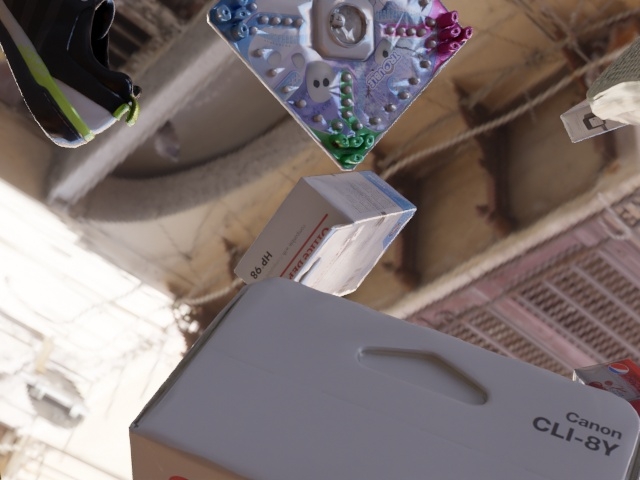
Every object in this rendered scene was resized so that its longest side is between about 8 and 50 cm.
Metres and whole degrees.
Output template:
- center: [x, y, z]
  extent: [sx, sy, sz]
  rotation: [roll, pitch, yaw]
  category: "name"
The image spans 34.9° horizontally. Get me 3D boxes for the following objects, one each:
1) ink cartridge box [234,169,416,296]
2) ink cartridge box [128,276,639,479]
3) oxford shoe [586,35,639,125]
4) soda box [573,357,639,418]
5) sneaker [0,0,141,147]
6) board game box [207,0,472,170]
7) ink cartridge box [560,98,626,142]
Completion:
- center: [0.000, 0.000, 0.851]
  extent: [0.104, 0.060, 0.180]
  rotation: [-53, 163, 20]
  category: "ink cartridge box"
- center: [0.030, 0.250, 0.697]
  extent: [0.160, 0.279, 0.384]
  rotation: [-52, 154, -48]
  category: "ink cartridge box"
- center: [0.380, -0.162, 1.035]
  extent: [0.169, 0.130, 0.449]
  rotation: [-49, -177, 11]
  category: "oxford shoe"
- center: [0.372, 0.288, 1.299]
  extent: [0.092, 0.084, 0.263]
  rotation: [-125, -151, -60]
  category: "soda box"
- center: [-0.217, -0.184, 0.845]
  extent: [0.097, 0.234, 0.084]
  rotation: [-29, 168, 0]
  category: "sneaker"
- center: [0.052, -0.396, 1.869]
  extent: [0.390, 0.390, 0.050]
  rotation: [-49, -162, -18]
  category: "board game box"
- center: [0.551, -0.249, 1.924]
  extent: [0.109, 0.063, 0.150]
  rotation: [-31, -172, -34]
  category: "ink cartridge box"
